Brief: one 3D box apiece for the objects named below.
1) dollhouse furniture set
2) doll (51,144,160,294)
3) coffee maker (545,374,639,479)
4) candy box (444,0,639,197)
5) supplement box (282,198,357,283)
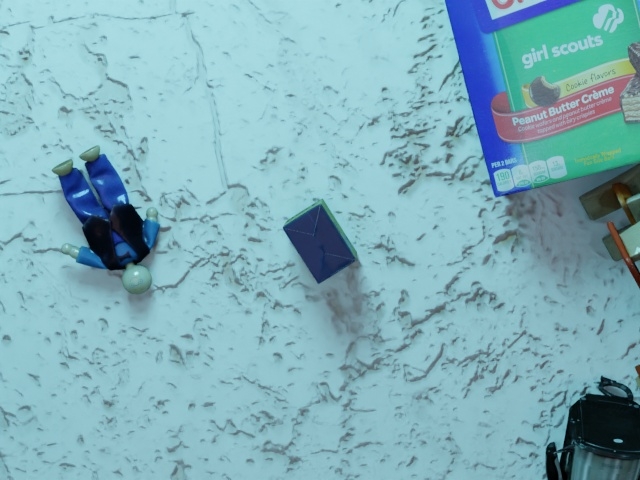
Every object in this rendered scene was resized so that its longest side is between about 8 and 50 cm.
[{"bbox_3d":[0.397,0.084,1.869,0.135,0.262,0.259,-28,126,11],"label":"dollhouse furniture set"},{"bbox_3d":[-0.265,-0.018,1.972,0.129,0.046,0.189,-28,101,-5],"label":"doll"},{"bbox_3d":[0.346,0.289,1.942,0.120,0.171,0.178,20,119,23],"label":"coffee maker"},{"bbox_3d":[0.300,-0.238,1.882,0.268,0.122,0.317,-14,93,11],"label":"candy box"},{"bbox_3d":[0.000,0.000,1.946,0.056,0.083,0.083,-32,94,5],"label":"supplement box"}]
